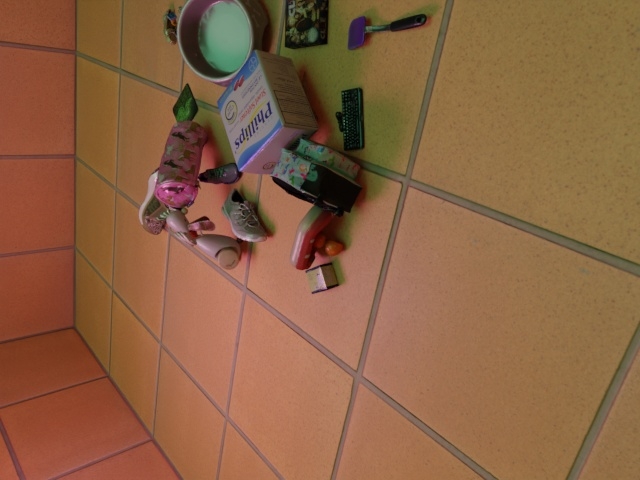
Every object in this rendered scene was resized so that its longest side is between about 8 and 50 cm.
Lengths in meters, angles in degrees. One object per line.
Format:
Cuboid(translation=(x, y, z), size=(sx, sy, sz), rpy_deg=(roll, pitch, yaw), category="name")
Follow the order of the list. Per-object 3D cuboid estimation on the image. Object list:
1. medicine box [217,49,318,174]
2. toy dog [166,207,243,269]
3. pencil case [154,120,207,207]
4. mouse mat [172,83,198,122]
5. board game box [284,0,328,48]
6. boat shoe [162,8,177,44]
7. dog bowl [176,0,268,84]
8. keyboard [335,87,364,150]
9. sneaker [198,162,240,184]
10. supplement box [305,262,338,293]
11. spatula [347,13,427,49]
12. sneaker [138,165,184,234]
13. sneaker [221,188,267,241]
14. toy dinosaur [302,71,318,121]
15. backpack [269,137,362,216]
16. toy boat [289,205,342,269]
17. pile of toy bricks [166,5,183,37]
Cuboid(translation=(-0.177, -0.403, 1.619), size=(0.263, 0.149, 0.289), rpy_deg=(-37, 65, 42), category="medicine box")
Cuboid(translation=(-0.419, -0.025, 1.973), size=(0.161, 0.334, 0.220), rpy_deg=(-52, 37, -3), category="toy dog")
Cuboid(translation=(-0.550, -0.314, 2.018), size=(0.160, 0.167, 0.386), rpy_deg=(-52, 31, 43), category="pencil case")
Cuboid(translation=(-0.608, -0.587, 2.259), size=(0.190, 0.007, 0.152), rpy_deg=(-41, 67, 44), category="mouse mat")
Cuboid(translation=(-0.045, -0.742, 1.592), size=(0.165, 0.042, 0.243), rpy_deg=(14, 107, 46), category="board game box")
Cuboid(translation=(-0.659, -0.939, 2.218), size=(0.048, 0.056, 0.153), rpy_deg=(-21, 74, 52), category="boat shoe")
Cuboid(translation=(-0.352, -0.720, 1.781), size=(0.349, 0.102, 0.348), rpy_deg=(6, 110, 18), category="dog bowl")
Cuboid(translation=(0.085, -0.365, 1.532), size=(0.108, 0.023, 0.180), rpy_deg=(4, 99, 47), category="keyboard")
Cuboid(translation=(-0.413, -0.261, 2.034), size=(0.224, 0.098, 0.083), rpy_deg=(-8, 91, 48), category="sneaker")
Cuboid(translation=(0.004, 0.126, 1.680), size=(0.083, 0.056, 0.083), rpy_deg=(-25, 79, 47), category="supplement box")
Cuboid(translation=(0.173, -0.588, 1.390), size=(0.296, 0.030, 0.084), rpy_deg=(12, 103, 46), category="spatula")
Cuboid(translation=(-0.733, -0.157, 2.384), size=(0.182, 0.158, 0.410), rpy_deg=(39, 130, 15), category="sneaker")
Cuboid(translation=(-0.294, -0.095, 1.929), size=(0.281, 0.105, 0.115), rpy_deg=(44, 126, 34), category="sneaker")
Cuboid(translation=(-0.059, -0.436, 1.646), size=(0.112, 0.064, 0.211), rpy_deg=(34, 120, 40), category="toy dinosaur")
Cuboid(translation=(-0.021, -0.199, 1.533), size=(0.253, 0.225, 0.191), rpy_deg=(20, 89, 49), category="backpack")
Cuboid(translation=(0.000, 0.000, 1.623), size=(0.151, 0.151, 0.231), rpy_deg=(21, 124, 7), category="toy boat")
Cuboid(translation=(-0.552, -0.858, 2.093), size=(0.212, 0.118, 0.105), rpy_deg=(48, 161, 20), category="pile of toy bricks")
